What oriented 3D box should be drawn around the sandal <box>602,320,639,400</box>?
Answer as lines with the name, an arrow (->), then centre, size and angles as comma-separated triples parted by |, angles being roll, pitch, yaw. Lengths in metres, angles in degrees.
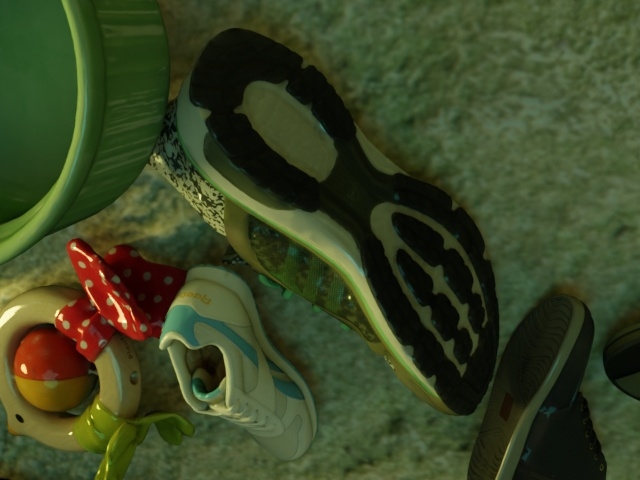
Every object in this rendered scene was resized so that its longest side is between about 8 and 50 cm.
sandal -> 0.391, 0.065, 1.133 | 0.302, 0.086, 0.120 | -14, 122, 30

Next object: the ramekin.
ramekin -> -0.265, -0.133, 1.015 | 0.303, 0.148, 0.303 | 5, 102, 24

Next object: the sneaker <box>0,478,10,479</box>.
sneaker -> -0.232, 0.294, 1.329 | 0.227, 0.087, 0.130 | 37, 90, 9

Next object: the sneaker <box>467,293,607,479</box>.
sneaker -> 0.226, 0.155, 1.210 | 0.118, 0.083, 0.222 | 11, 113, -21

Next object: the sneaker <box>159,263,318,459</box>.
sneaker -> -0.078, 0.132, 1.195 | 0.087, 0.092, 0.229 | -5, 130, 33

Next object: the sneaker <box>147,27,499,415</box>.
sneaker -> 0.000, 0.000, 1.139 | 0.410, 0.158, 0.182 | 48, 144, -19

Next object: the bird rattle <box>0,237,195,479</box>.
bird rattle -> -0.226, 0.118, 1.212 | 0.206, 0.143, 0.254 | 3, 116, 24
